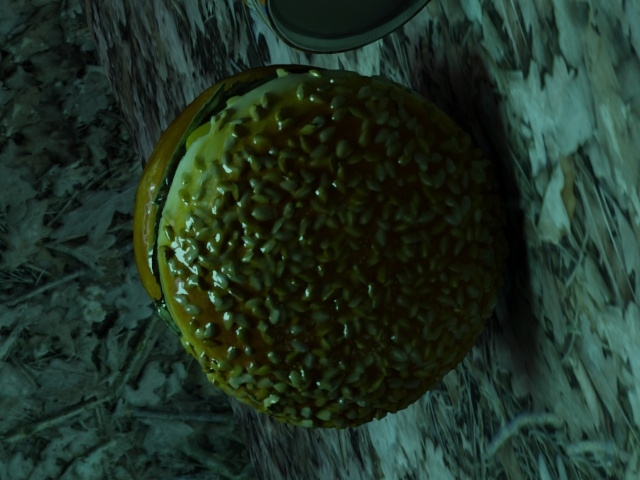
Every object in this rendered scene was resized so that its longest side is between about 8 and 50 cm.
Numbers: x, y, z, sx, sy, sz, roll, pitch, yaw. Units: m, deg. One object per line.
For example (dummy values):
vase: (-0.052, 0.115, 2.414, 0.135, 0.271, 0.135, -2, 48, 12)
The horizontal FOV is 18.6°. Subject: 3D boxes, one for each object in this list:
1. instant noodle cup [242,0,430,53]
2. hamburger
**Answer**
instant noodle cup: (-0.004, -0.295, 1.688, 0.192, 0.250, 0.250, 55, 157, 35)
hamburger: (0.000, 0.000, 1.759, 0.250, 0.330, 0.330, -162, 59, -76)
